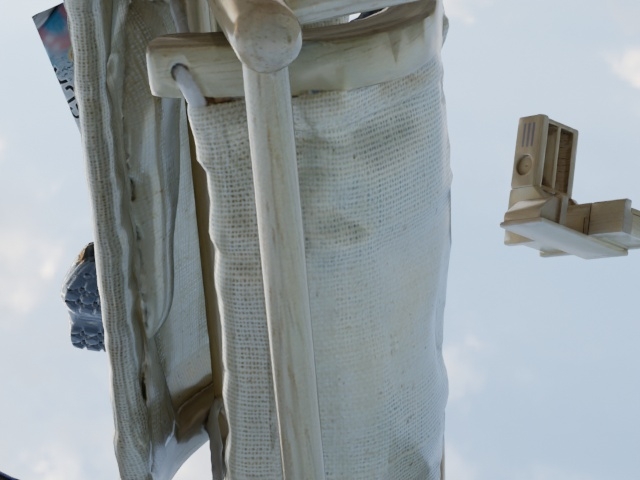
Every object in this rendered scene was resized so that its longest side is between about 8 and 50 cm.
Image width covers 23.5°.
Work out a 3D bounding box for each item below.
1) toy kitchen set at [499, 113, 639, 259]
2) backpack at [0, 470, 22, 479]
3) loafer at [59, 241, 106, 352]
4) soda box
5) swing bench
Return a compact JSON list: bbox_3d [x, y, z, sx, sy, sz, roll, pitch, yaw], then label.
[{"bbox_3d":[0.129,-0.035,0.808,0.068,0.075,0.083,17,165,-37],"label":"toy kitchen set"},{"bbox_3d":[-0.180,0.206,0.767,0.158,0.117,0.173,24,-112,-10],"label":"backpack"},{"bbox_3d":[-0.233,0.047,1.614,0.076,0.223,0.078,8,-116,-7],"label":"loafer"},{"bbox_3d":[-0.189,-0.127,1.372,0.058,0.183,0.063,-23,-178,13],"label":"soda box"},{"bbox_3d":[0.000,0.000,0.558,0.165,0.253,0.254,-15,-155,-25],"label":"swing bench"}]
